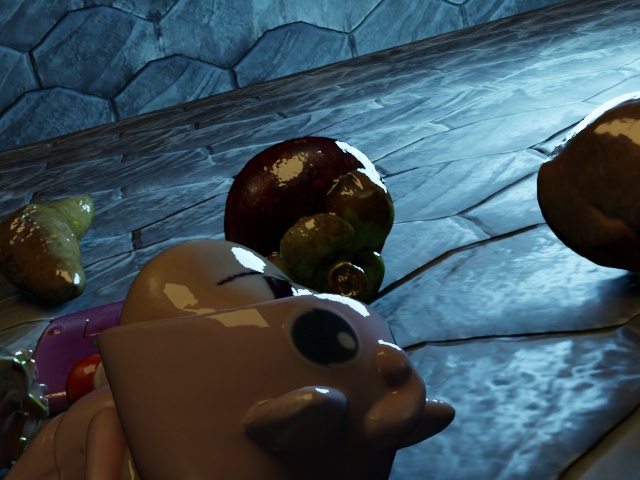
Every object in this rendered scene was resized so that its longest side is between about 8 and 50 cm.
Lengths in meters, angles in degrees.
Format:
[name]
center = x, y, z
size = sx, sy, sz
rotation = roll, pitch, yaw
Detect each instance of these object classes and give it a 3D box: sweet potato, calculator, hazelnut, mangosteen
[sweet potato]
center = -0.330, 0.002, 1.066
size = 0.114, 0.092, 0.341
rotation = 0, 15, -13
[calculator]
center = -0.188, 0.089, 0.784
size = 0.127, 0.034, 0.190
rotation = -13, 18, -3
[hazelnut]
center = 0.249, -0.040, 0.694
size = 0.143, 0.143, 0.154
rotation = -28, 6, -38
[mangosteen]
center = 0.005, -0.002, 0.772
size = 0.181, 0.156, 0.146
rotation = 39, 22, 34

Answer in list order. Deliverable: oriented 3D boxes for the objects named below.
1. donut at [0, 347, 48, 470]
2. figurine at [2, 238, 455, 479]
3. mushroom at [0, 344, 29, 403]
[donut]
center = -0.314, 0.139, 0.631
size = 0.233, 0.085, 0.199
rotation = 3, 24, 43
[figurine]
center = -0.083, 0.087, 0.491
size = 0.287, 0.186, 0.176
rotation = -22, -16, 38
[mushroom]
center = -0.254, 0.138, 0.483
size = 0.116, 0.093, 0.225
rotation = 33, 67, 20
